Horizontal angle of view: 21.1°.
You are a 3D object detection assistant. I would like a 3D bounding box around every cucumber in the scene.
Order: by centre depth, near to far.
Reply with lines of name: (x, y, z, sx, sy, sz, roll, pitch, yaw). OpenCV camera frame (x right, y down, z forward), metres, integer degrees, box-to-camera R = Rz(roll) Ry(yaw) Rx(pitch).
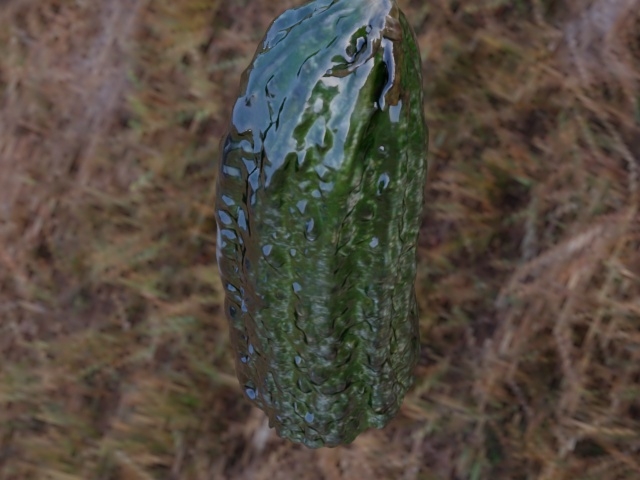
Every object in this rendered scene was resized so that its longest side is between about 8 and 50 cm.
cucumber: (-0.001, 0.001, 0.603, 0.077, 0.265, 0.077, -1, 61, 2)
